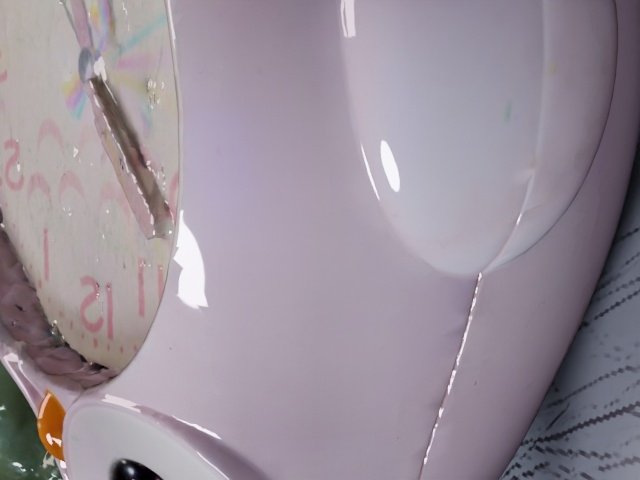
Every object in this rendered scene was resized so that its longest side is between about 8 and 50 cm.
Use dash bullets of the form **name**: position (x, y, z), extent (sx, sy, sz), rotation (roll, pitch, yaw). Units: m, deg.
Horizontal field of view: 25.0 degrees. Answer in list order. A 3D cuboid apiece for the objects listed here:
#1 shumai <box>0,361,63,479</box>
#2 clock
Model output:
- **shumai**: position (-0.298, 0.196, 1.641), extent (0.397, 0.323, 0.324), rotation (117, 162, -45)
- **clock**: position (-0.016, -0.036, 0.637), extent (0.368, 0.250, 0.377), rotation (13, 108, 54)
